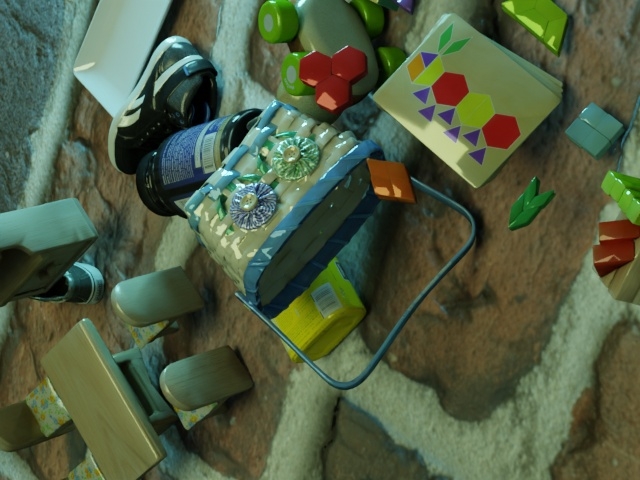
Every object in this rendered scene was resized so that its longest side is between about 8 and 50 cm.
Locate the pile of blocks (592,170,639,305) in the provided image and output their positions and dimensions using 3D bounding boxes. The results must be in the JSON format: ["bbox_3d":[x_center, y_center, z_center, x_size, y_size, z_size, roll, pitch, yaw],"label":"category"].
[{"bbox_3d":[0.355,-0.078,1.554,0.362,0.112,0.149,-53,32,43],"label":"pile of blocks"}]

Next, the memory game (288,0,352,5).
[{"bbox_3d":[-0.003,-0.354,2.045,0.186,0.012,0.186,-1,89,45],"label":"memory game"}]

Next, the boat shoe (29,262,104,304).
[{"bbox_3d":[-0.417,0.055,2.424,0.219,0.070,0.078,5,93,46],"label":"boat shoe"}]

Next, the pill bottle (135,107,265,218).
[{"bbox_3d":[-0.142,-0.093,2.103,0.219,0.122,0.123,-12,81,47],"label":"pill bottle"}]

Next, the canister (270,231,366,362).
[{"bbox_3d":[-0.026,0.053,2.020,0.126,0.073,0.170,-47,60,33],"label":"canister"}]

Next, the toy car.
[{"bbox_3d":[-0.013,-0.196,1.968,0.188,0.155,0.149,-51,55,48],"label":"toy car"}]

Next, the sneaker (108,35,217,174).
[{"bbox_3d":[-0.214,-0.161,2.210,0.121,0.079,0.217,46,120,37],"label":"sneaker"}]

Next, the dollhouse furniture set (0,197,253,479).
[{"bbox_3d":[-0.365,0.162,2.183,0.362,0.256,0.394,-42,73,37],"label":"dollhouse furniture set"}]

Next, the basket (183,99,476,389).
[{"bbox_3d":[0.000,0.000,1.867,0.289,0.201,0.255,36,79,12],"label":"basket"}]

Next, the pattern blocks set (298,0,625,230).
[{"bbox_3d":[0.158,-0.157,1.769,0.285,0.026,0.325,-39,66,2],"label":"pattern blocks set"}]

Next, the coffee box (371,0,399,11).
[{"bbox_3d":[0.045,-0.358,1.945,0.184,0.040,0.113,35,104,42],"label":"coffee box"}]

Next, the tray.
[{"bbox_3d":[-0.266,-0.318,2.303,0.145,0.030,0.270,45,120,35],"label":"tray"}]
